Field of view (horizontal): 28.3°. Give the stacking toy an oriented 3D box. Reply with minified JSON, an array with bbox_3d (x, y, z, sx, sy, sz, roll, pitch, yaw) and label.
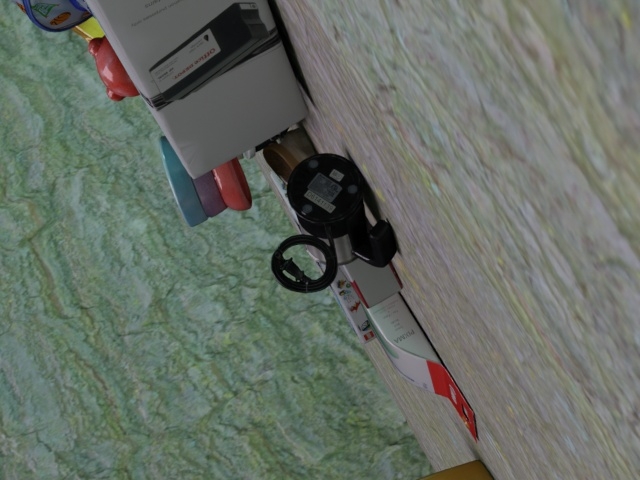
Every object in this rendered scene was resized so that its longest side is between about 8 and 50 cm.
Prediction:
[{"bbox_3d":[-0.207,-0.178,1.778,0.279,0.130,0.309,-103,-6,-74],"label":"stacking toy"}]

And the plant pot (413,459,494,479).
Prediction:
[{"bbox_3d":[0.188,0.428,1.896,0.205,0.188,0.205,60,176,7],"label":"plant pot"}]

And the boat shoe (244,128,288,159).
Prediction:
[{"bbox_3d":[-0.082,-0.174,1.639,0.302,0.091,0.114,-125,12,-77],"label":"boat shoe"}]

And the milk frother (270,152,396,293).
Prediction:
[{"bbox_3d":[0.000,0.000,1.418,0.129,0.143,0.135,51,172,22],"label":"milk frother"}]

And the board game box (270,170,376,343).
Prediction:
[{"bbox_3d":[0.015,0.023,2.223,0.193,0.053,0.305,59,177,43],"label":"board game box"}]

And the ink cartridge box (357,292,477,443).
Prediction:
[{"bbox_3d":[0.132,0.172,1.725,0.224,0.056,0.181,61,178,23],"label":"ink cartridge box"}]

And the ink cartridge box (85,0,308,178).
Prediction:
[{"bbox_3d":[-0.177,-0.295,1.353,0.285,0.166,0.395,59,176,29],"label":"ink cartridge box"}]

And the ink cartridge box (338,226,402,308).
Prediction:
[{"bbox_3d":[0.041,0.008,1.627,0.099,0.056,0.135,62,176,-35],"label":"ink cartridge box"}]

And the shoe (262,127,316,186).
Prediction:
[{"bbox_3d":[0.003,-0.057,1.758,0.076,0.058,0.219,-5,123,52],"label":"shoe"}]

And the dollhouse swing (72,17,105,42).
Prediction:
[{"bbox_3d":[-0.276,-0.398,2.011,0.305,0.315,0.347,20,178,11],"label":"dollhouse swing"}]

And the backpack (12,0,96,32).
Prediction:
[{"bbox_3d":[-0.304,-0.393,1.624,0.213,0.263,0.276,45,172,20],"label":"backpack"}]
